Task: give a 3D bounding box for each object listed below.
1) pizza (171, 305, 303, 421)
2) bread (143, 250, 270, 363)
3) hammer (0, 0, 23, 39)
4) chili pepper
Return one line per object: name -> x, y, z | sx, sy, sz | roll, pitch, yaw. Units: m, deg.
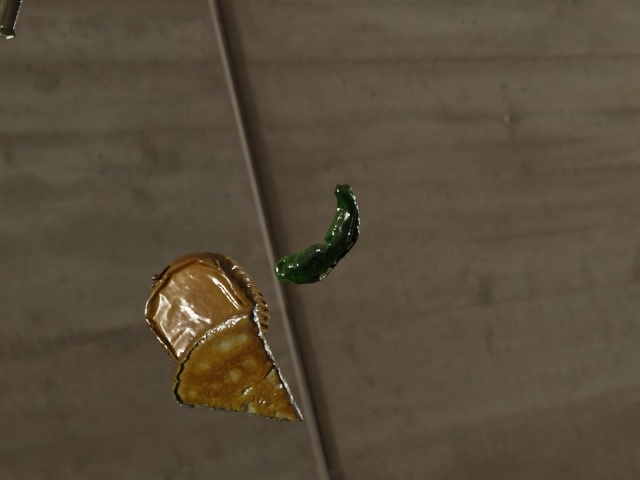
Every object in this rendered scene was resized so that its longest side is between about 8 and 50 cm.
pizza -> -0.088, 0.166, 1.617 | 0.176, 0.036, 0.185 | 26, -58, -5
bread -> -0.181, 0.117, 2.093 | 0.199, 0.199, 0.104 | -18, -12, 15
hammer -> -0.392, -0.400, 1.729 | 0.125, 0.297, 0.027 | 7, -26, 7
chili pepper -> 0.006, 0.002, 1.892 | 0.182, 0.073, 0.050 | -51, -12, 16
